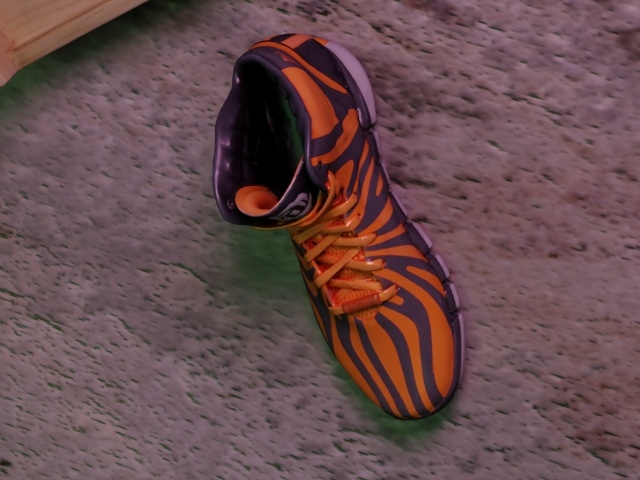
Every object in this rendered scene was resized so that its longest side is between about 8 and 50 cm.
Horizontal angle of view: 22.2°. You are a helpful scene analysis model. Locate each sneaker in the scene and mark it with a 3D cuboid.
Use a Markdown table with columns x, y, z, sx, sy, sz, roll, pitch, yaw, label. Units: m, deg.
| x | y | z | sx | sy | sz | roll | pitch | yaw | label |
| --- | --- | --- | --- | --- | --- | --- | --- | --- | --- |
| 0.000 | 0.000 | 1.241 | 0.125 | 0.180 | 0.321 | -24 | 89 | 23 | sneaker |

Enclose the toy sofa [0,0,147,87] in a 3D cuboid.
| x | y | z | sx | sy | sz | roll | pitch | yaw | label |
| --- | --- | --- | --- | --- | --- | --- | --- | --- | --- |
| -0.141 | -0.280 | 1.290 | 0.363 | 0.177 | 0.150 | -24 | 113 | 22 | toy sofa |
